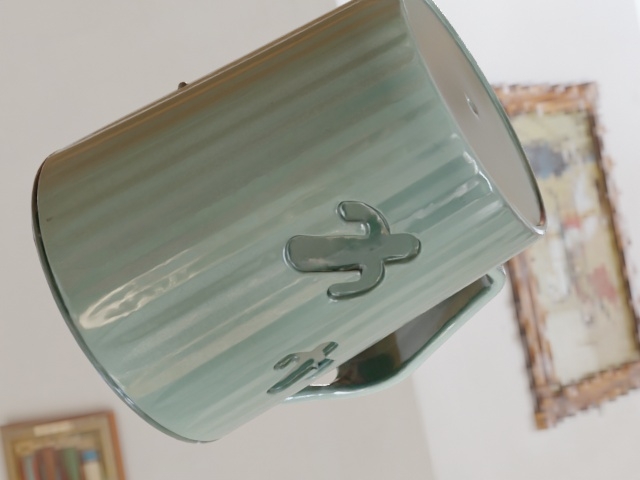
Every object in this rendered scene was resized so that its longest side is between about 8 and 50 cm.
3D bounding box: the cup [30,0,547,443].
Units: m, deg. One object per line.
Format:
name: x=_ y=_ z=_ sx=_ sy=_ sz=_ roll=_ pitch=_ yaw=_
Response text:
cup: x=-0.011 y=-0.022 z=1.251 sx=0.392 sy=0.310 sz=0.401 roll=-28 pitch=165 yaw=18
